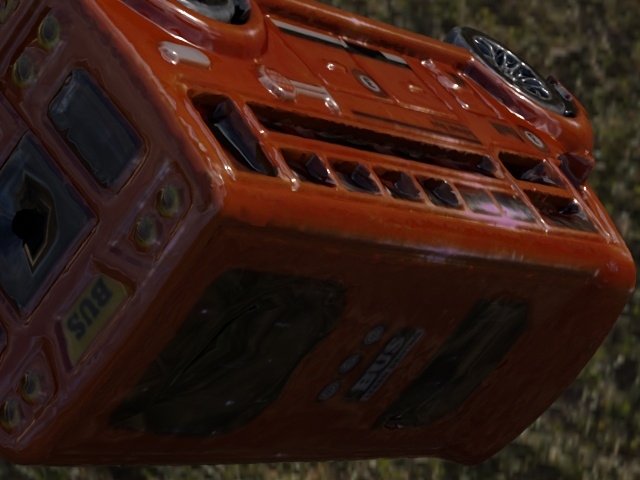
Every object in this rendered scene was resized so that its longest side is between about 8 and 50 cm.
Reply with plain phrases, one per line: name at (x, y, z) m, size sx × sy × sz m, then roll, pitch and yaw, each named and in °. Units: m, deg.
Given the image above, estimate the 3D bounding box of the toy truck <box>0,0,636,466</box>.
toy truck at (0.000, 0.000, 0.501) m, size 0.107 × 0.252 × 0.114 m, roll -52°, pitch 58°, yaw 20°
